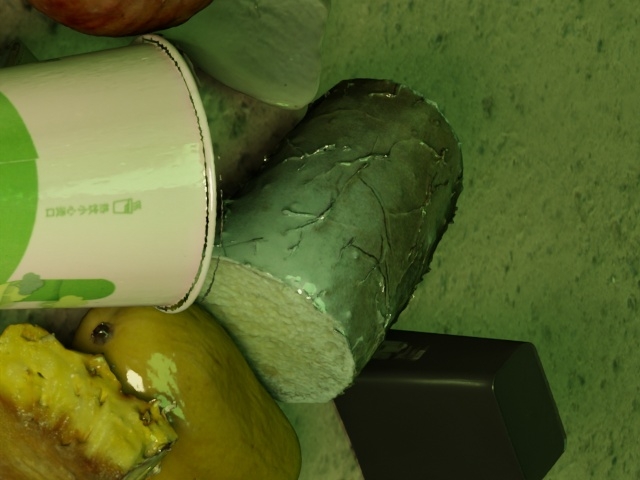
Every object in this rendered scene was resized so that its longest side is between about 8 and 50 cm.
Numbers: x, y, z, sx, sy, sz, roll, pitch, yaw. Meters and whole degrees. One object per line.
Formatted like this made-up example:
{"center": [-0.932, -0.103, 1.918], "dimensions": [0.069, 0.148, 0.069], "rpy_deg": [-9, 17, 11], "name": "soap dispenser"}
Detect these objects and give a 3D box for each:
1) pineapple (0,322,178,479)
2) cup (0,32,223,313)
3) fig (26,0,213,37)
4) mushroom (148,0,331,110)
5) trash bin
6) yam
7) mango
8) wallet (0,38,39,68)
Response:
{"center": [-0.336, 0.201, 1.604], "dimensions": [0.344, 0.286, 0.209], "rpy_deg": [-31, 157, -52], "name": "pineapple"}
{"center": [-0.253, -0.048, 1.583], "dimensions": [0.274, 0.253, 0.253], "rpy_deg": [-6, 93, -26], "name": "cup"}
{"center": [-0.181, -0.297, 1.637], "dimensions": [0.235, 0.214, 0.235], "rpy_deg": [-6, 110, -16], "name": "fig"}
{"center": [-0.121, -0.234, 1.861], "dimensions": [0.328, 0.122, 0.159], "rpy_deg": [8, 67, -48], "name": "mushroom"}
{"center": [0.143, 0.193, 2.071], "dimensions": [0.115, 0.225, 0.165], "rpy_deg": [-40, 118, -41], "name": "trash bin"}
{"center": [0.000, 0.000, 1.931], "dimensions": [0.348, 0.241, 0.241], "rpy_deg": [-52, 126, -39], "name": "yam"}
{"center": [-0.128, 0.176, 1.810], "dimensions": [0.332, 0.142, 0.195], "rpy_deg": [51, 35, -36], "name": "mango"}
{"center": [-0.259, -0.101, 1.748], "dimensions": [0.155, 0.039, 0.110], "rpy_deg": [50, 41, -35], "name": "wallet"}
